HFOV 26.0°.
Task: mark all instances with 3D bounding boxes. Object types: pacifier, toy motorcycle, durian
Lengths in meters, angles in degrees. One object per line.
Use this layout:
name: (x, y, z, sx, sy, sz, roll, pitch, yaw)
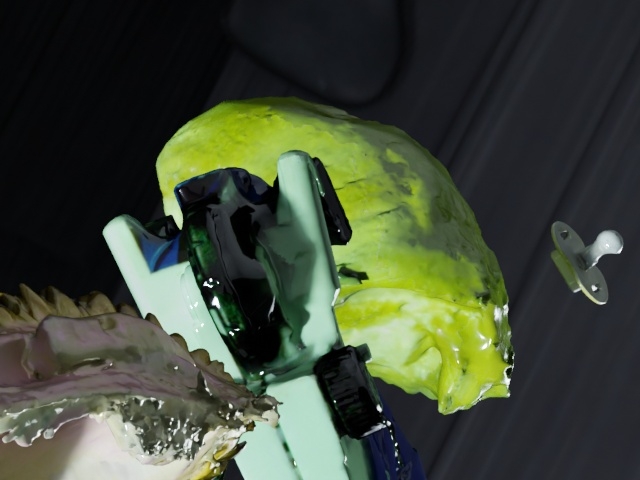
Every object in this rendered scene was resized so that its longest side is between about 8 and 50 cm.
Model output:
pacifier: (0.239, 0.012, 1.216, 0.068, 0.064, 0.083, -15, -107, -58)
toy motorcycle: (-0.005, 0.112, 0.802, 0.196, 0.125, 0.331, -75, -36, -80)
durian: (0.000, 0.000, 1.174, 0.204, 0.256, 0.339, 86, 167, -59)
durian: (-0.115, 0.056, 0.488, 0.224, 0.140, 0.078, 31, -144, -61)
